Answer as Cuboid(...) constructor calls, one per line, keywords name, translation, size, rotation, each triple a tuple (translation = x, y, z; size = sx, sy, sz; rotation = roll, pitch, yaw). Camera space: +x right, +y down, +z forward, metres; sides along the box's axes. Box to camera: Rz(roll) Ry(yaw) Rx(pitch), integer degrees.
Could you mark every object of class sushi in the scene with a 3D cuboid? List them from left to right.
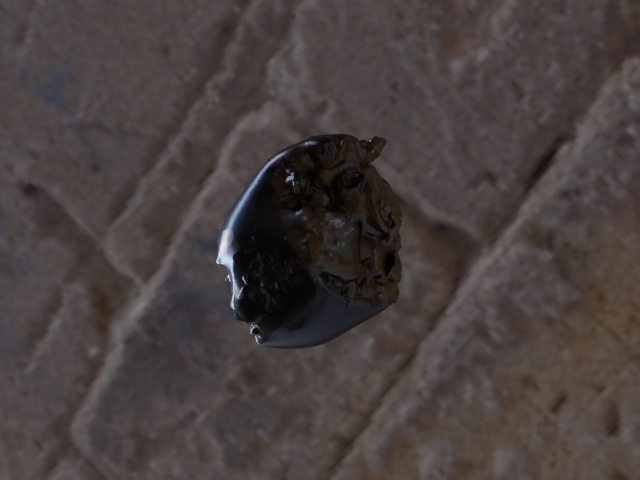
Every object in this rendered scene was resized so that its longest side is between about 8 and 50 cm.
Cuboid(name="sushi", translation=(0.003, -0.002, 1.877), size=(0.204, 0.213, 0.200), rotation=(-31, -3, 31))
